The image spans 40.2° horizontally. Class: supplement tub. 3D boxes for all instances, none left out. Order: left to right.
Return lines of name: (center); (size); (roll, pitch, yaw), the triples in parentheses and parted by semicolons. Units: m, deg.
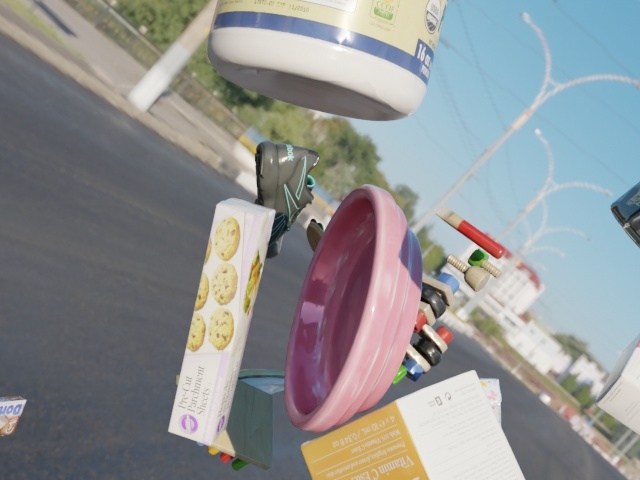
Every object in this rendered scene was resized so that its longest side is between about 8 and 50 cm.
supplement tub: (0.027, -0.298, 0.879); (0.228, 0.316, 0.228); (14, 0, 0)

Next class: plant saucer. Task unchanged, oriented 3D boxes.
plant saucer: (0.045, 0.094, 1.160); (0.084, 0.332, 0.332); (17, 10, -15)

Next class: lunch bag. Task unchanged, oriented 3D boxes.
lunch bag: (0.254, 0.264, 1.415); (0.071, 0.083, 0.053); (-2, 12, 0)

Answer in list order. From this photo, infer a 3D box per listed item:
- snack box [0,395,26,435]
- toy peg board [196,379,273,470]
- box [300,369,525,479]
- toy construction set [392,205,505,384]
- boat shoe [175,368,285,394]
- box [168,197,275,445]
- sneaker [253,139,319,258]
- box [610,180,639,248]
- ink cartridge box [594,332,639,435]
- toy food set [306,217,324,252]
snack box: (-0.547, 0.289, 1.419); (0.022, 0.064, 0.178); (21, -1, 16)
toy peg board: (-0.176, 0.348, 1.654); (0.160, 0.079, 0.161); (30, 36, -29)
box: (0.152, 0.379, 1.140); (0.168, 0.215, 0.345); (-10, 70, -43)
toy construction set: (0.144, 0.073, 1.546); (0.237, 0.309, 0.257); (40, 4, 25)
boat shoe: (-0.186, 0.330, 1.883); (0.113, 0.103, 0.302); (-10, -10, 44)
box: (-0.130, 0.107, 1.147); (0.067, 0.324, 0.063); (18, 15, 11)
sneaker: (-0.063, -0.062, 1.538); (0.267, 0.106, 0.101); (100, -19, -49)
box: (0.366, -0.029, 0.670); (0.175, 0.220, 0.051); (45, 17, -13)
ink cartridge box: (0.572, 0.257, 1.388); (0.218, 0.092, 0.158); (36, 45, 13)
toy food set: (0.000, 0.000, 1.625); (0.083, 0.020, 0.083); (56, -23, 21)
